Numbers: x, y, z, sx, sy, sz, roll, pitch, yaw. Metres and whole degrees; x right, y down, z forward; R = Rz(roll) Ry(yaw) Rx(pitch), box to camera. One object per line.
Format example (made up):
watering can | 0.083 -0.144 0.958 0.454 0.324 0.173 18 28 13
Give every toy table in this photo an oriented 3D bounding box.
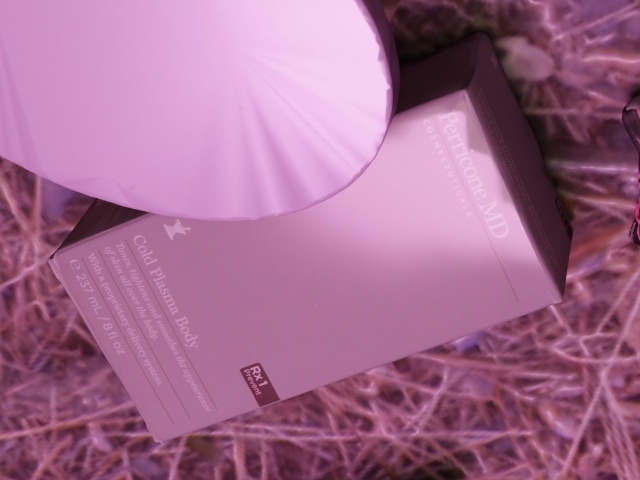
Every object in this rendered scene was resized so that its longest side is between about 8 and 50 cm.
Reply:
toy table | -0.087 -0.132 0.867 0.274 0.161 0.252 36 116 -8

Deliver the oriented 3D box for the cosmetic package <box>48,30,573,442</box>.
cosmetic package | 0.000 0.000 0.950 0.238 0.107 0.127 -22 107 22

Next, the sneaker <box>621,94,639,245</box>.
sneaker | 0.179 -0.018 0.947 0.057 0.047 0.119 -23 109 31
